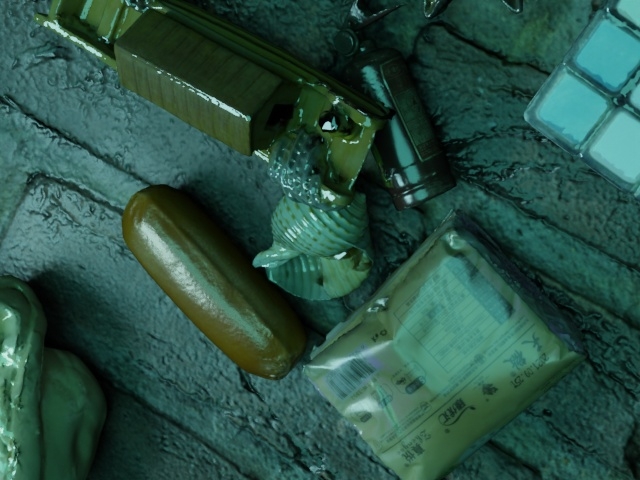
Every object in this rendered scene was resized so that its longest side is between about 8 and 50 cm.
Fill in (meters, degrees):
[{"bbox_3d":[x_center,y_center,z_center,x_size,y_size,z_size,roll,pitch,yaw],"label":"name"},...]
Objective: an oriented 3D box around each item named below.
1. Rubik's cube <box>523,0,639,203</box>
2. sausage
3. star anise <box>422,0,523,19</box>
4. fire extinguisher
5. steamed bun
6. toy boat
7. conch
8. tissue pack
[{"bbox_3d":[0.381,-0.155,1.284,0.259,0.253,0.256,36,109,9],"label":"Rubik's cube"},{"bbox_3d":[-0.125,0.050,1.559,0.274,0.105,0.105,46,109,5],"label":"sausage"},{"bbox_3d":[0.159,-0.349,1.395,0.236,0.109,0.223,46,123,7],"label":"star anise"},{"bbox_3d":[0.084,-0.166,1.470,0.106,0.075,0.252,-22,92,17],"label":"fire extinguisher"},{"bbox_3d":[-0.458,0.210,1.617,0.339,0.247,0.352,-22,89,18],"label":"steamed bun"},{"bbox_3d":[-0.129,-0.176,1.456,0.445,0.162,0.136,32,111,23],"label":"toy boat"},{"bbox_3d":[0.004,-0.005,1.510,0.135,0.102,0.153,45,143,-8],"label":"conch"},{"bbox_3d":[0.132,0.127,1.485,0.215,0.123,0.257,46,110,2],"label":"tissue pack"}]
